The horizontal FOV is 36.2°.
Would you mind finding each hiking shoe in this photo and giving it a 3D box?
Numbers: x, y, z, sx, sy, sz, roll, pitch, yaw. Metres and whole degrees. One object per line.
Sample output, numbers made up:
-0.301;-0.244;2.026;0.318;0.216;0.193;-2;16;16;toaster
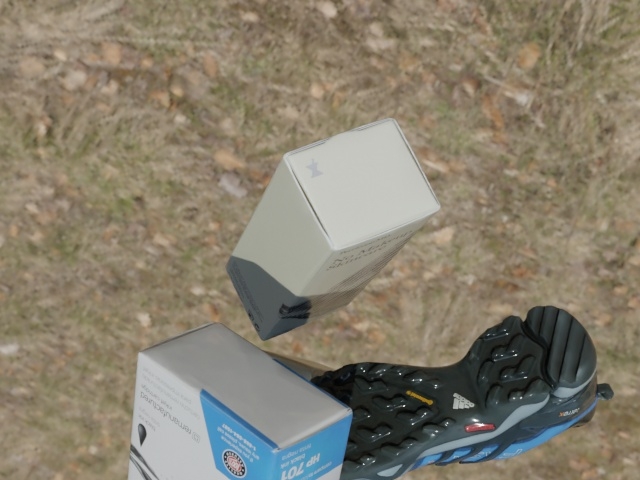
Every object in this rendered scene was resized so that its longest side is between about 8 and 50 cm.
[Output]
0.103;0.166;0.863;0.304;0.113;0.132;-18;137;15;hiking shoe

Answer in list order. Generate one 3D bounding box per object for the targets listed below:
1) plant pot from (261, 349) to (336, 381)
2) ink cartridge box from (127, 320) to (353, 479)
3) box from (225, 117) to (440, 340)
-0.030;0.188;1.160;0.096;0.109;0.109;0;167;35;plant pot
-0.066;0.177;0.703;0.139;0.190;0.082;28;-150;34;ink cartridge box
0.000;0.000;0.906;0.094;0.113;0.275;63;158;12;box
